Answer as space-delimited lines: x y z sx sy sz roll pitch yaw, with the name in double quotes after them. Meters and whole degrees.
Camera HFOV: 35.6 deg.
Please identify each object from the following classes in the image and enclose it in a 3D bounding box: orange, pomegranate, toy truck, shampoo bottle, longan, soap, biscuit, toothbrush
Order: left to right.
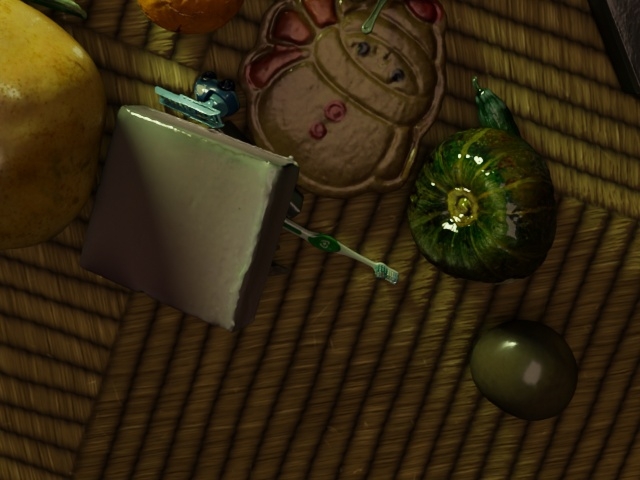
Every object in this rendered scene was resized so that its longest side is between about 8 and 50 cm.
-0.517 -0.160 1.452 0.417 0.416 0.416 -1 101 -4 "pomegranate"
-0.210 -0.039 1.576 0.296 0.107 0.285 23 106 14 "soap"
-0.202 -0.415 1.538 0.193 0.161 0.193 -2 97 -16 "orange"
-0.197 -0.235 1.618 0.136 0.063 0.074 26 61 27 "toy truck"
0.000 -0.001 1.704 0.304 0.030 0.030 27 98 -6 "toothbrush"
0.051 -0.262 1.638 0.359 0.074 0.381 39 99 -12 "biscuit"
0.351 0.221 1.708 0.189 0.189 0.189 -1 101 -4 "longan"
0.516 -0.336 1.648 0.079 0.080 0.246 -25 102 2 "shampoo bottle"

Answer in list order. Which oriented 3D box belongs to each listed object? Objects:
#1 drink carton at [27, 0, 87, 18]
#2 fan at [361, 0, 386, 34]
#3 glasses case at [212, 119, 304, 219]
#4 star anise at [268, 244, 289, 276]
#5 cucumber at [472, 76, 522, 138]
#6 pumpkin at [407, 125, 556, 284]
-0.416 -0.435 1.530 0.146 0.144 0.142 18 93 -8 "drink carton"
0.118 -0.417 1.592 0.132 0.009 0.220 29 73 -1 "fan"
-0.104 -0.116 1.647 0.042 0.072 0.190 -42 101 11 "glasses case"
-0.142 0.027 1.676 0.182 0.065 0.195 30 96 -9 "star anise"
0.313 -0.163 1.679 0.056 0.056 0.250 -25 105 1 "cucumber"
0.271 -0.057 1.612 0.189 0.260 0.260 -8 106 -46 "pumpkin"
